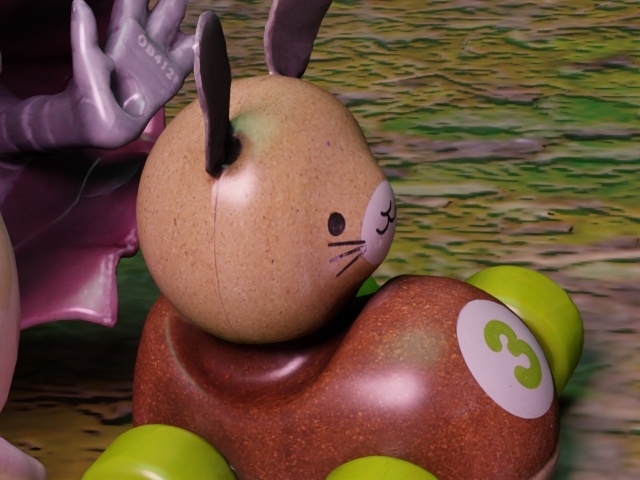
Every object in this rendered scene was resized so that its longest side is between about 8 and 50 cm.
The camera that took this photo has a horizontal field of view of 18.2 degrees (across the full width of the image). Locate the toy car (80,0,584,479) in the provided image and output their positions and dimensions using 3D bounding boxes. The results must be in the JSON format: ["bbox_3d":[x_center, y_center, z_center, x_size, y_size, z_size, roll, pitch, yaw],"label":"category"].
[{"bbox_3d":[0.000,0.000,0.641,0.149,0.188,0.155,5,29,23],"label":"toy car"}]

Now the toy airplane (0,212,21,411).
[{"bbox_3d":[-0.166,0.074,0.321,0.272,0.386,0.384,-35,35,-20],"label":"toy airplane"}]

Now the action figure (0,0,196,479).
[{"bbox_3d":[-0.225,0.006,0.746,0.370,0.248,0.275,-15,60,27],"label":"action figure"}]
